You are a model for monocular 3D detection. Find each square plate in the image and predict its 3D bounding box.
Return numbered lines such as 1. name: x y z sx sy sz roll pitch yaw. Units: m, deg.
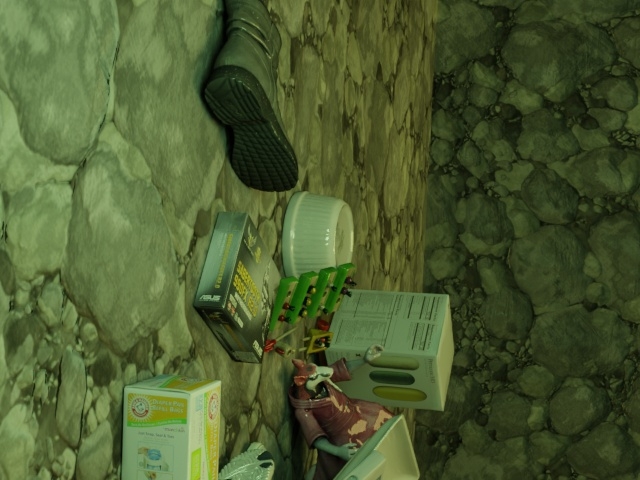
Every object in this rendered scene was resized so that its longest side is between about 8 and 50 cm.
1. square plate: 0.073 0.553 1.964 0.347 0.049 0.344 -46 149 -19

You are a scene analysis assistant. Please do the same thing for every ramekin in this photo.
1. ramekin: 0.000 0.000 2.004 0.207 0.109 0.207 3 90 -74

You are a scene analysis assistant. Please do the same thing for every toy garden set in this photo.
1. toy garden set: -0.023 0.158 1.887 0.244 0.049 0.204 -12 128 -54

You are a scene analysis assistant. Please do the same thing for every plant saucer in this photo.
1. plant saucer: 0.039 0.230 2.309 0.200 0.037 0.200 3 90 -73

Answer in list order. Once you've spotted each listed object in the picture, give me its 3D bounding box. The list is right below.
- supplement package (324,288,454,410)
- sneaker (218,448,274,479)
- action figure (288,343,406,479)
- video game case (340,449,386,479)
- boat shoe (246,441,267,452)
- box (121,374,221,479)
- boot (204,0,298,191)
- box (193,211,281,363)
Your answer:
1. supplement package: 0.168 0.256 2.218 0.198 0.262 0.199 -70 156 -46
2. sneaker: -0.137 0.494 1.642 0.235 0.094 0.153 -71 159 -44
3. action figure: 0.027 0.370 2.063 0.370 0.275 0.248 52 52 -31
4. video game case: 0.006 0.596 1.810 0.300 0.036 0.329 -33 144 -37
5. boat shoe: -0.114 0.491 1.739 0.079 0.081 0.227 58 38 -63
6. box: -0.211 0.300 1.329 0.114 0.103 0.203 -9 101 -74
7. boot: -0.097 -0.253 1.629 0.338 0.118 0.223 76 17 -56
8. box: -0.138 0.086 1.632 0.231 0.056 0.183 68 30 -56
